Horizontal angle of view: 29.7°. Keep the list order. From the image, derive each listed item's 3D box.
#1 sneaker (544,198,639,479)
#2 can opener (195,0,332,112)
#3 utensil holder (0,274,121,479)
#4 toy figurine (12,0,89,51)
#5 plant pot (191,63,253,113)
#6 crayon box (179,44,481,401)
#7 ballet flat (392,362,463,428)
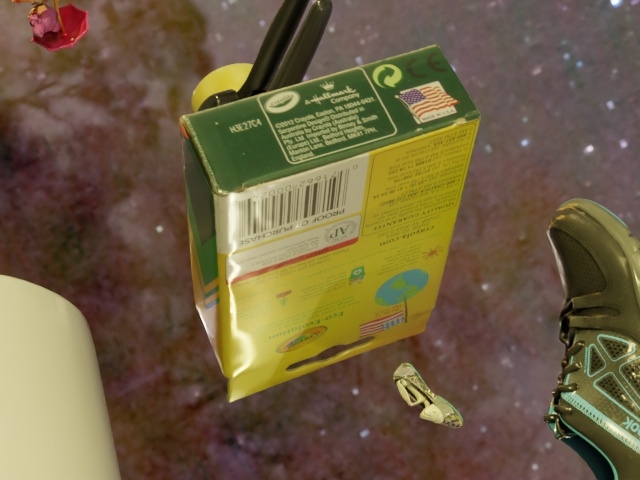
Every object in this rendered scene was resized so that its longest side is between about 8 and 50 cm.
[{"bbox_3d":[0.273,0.120,1.152,0.125,0.139,0.341,76,-3,-69],"label":"sneaker"},{"bbox_3d":[-0.043,-0.129,1.006,0.059,0.073,0.186,45,-61,13],"label":"can opener"},{"bbox_3d":[-0.279,0.257,0.844,0.328,0.327,0.386,95,-17,-62],"label":"utensil holder"},{"bbox_3d":[-0.360,-0.327,1.590,0.173,0.130,0.159,-52,136,-67],"label":"toy figurine"},{"bbox_3d":[-0.114,-0.176,1.767,0.134,0.134,0.095,81,-8,-49],"label":"plant pot"},{"bbox_3d":[0.000,0.000,0.964,0.319,0.202,0.081,96,-27,-56],"label":"crayon box"},{"bbox_3d":[0.137,0.214,1.601,0.114,0.041,0.041,46,-19,9],"label":"ballet flat"}]
